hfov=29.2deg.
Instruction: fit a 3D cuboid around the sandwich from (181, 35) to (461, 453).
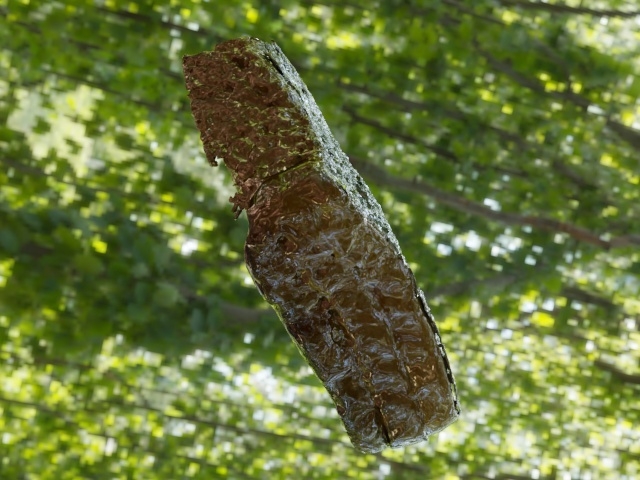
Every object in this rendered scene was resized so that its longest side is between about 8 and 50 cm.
[{"bbox_3d":[0.001,0.000,0.792,0.251,0.087,0.226,-114,180,-58],"label":"sandwich"}]
